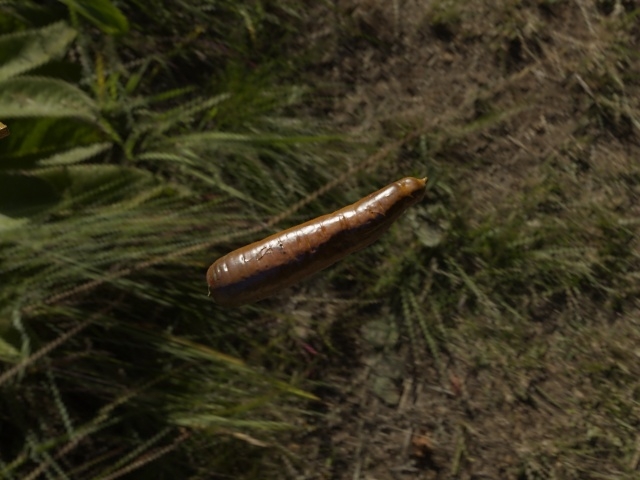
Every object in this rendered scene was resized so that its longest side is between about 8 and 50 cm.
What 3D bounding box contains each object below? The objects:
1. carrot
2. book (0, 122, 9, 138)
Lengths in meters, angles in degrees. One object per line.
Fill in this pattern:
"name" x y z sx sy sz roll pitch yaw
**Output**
"carrot" 0.000 0.000 1.173 0.248 0.059 0.059 -26 59 -3
"book" -0.601 -0.116 1.671 0.295 0.020 0.208 -28 30 -22
